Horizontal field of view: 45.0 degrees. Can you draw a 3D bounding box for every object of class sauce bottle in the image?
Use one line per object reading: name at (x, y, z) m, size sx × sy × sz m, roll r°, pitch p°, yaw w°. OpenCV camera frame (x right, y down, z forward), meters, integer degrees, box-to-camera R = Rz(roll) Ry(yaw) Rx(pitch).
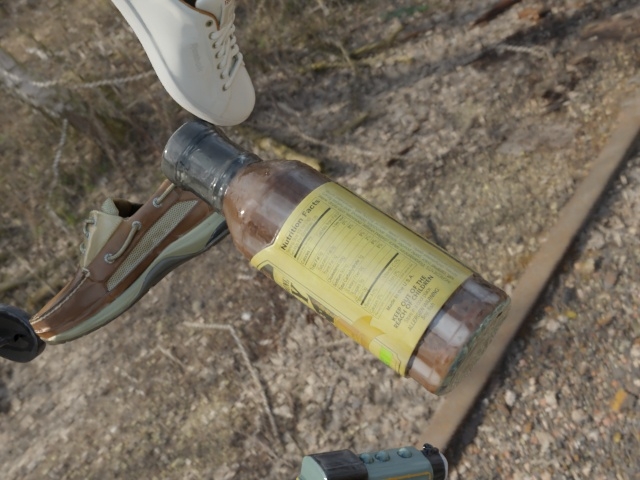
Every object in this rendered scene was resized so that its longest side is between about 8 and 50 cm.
sauce bottle at (0.000, 0.000, 0.696) m, size 0.344 × 0.111 × 0.111 m, roll 35°, pitch 70°, yaw 23°

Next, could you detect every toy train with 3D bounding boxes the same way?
toy train at (0.099, 0.485, 1.457) m, size 0.334 × 0.190 × 0.142 m, roll 1°, pitch 15°, yaw -27°

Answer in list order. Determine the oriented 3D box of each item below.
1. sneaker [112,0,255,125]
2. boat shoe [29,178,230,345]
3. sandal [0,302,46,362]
sneaker at (-0.133, -0.237, 0.887) m, size 0.123 × 0.290 × 0.105 m, roll -1°, pitch 58°, yaw 29°
boat shoe at (-0.230, -0.001, 0.951) m, size 0.324 × 0.120 × 0.122 m, roll -36°, pitch 13°, yaw 6°
sandal at (-0.554, 0.135, 1.226) m, size 0.255 × 0.097 × 0.054 m, roll 19°, pitch 29°, yaw 9°
